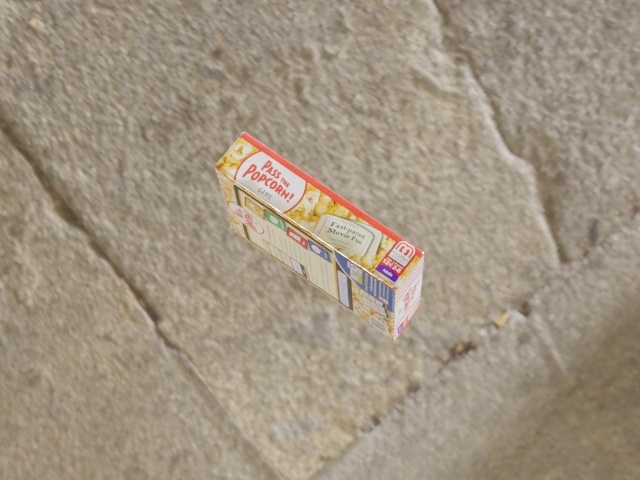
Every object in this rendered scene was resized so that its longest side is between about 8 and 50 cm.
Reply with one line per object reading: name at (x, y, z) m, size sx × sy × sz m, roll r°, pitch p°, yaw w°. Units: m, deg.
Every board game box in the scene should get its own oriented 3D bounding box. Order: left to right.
board game box at (0.000, 0.000, 1.148) m, size 0.045 × 0.193 × 0.147 m, roll -52°, pitch 166°, yaw -16°
